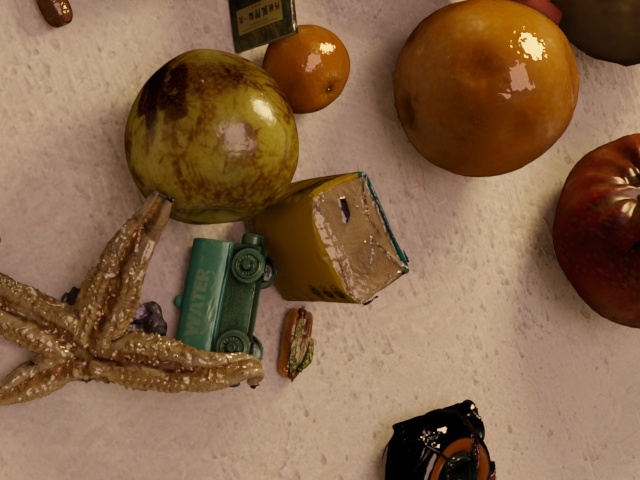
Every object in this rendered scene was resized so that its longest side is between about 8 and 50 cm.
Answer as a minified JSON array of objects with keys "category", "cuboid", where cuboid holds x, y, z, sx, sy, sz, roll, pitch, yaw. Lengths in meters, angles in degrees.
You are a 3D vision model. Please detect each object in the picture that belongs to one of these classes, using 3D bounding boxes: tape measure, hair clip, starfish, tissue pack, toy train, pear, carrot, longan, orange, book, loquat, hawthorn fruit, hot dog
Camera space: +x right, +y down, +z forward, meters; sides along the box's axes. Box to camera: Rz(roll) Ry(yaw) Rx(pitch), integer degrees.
[{"category":"tape measure","cuboid":[0.213,0.412,1.829,0.202,0.135,0.222,-10,97,-40]},{"category":"hair clip","cuboid":[-0.329,0.134,1.577,0.196,0.052,0.124,10,76,-25]},{"category":"starfish","cuboid":[-0.314,0.097,1.508,0.432,0.082,0.323,-7,97,-4]},{"category":"tissue pack","cuboid":[0.000,0.000,1.654,0.134,0.271,0.192,-31,101,-25]},{"category":"toy train","cuboid":[-0.159,0.105,1.636,0.101,0.159,0.248,36,61,-72]},{"category":"pear","cuboid":[-0.165,-0.159,1.565,0.284,0.284,0.283,2,86,-31]},{"category":"carrot","cuboid":[-0.431,-0.416,1.558,0.047,0.047,0.191,-27,97,-29]},{"category":"longan","cuboid":[0.622,-0.527,2.005,0.391,0.391,0.390,2,86,-31]},{"category":"orange","cuboid":[-0.029,-0.292,1.732,0.159,0.159,0.136,-29,62,-29]},{"category":"book","cuboid":[-0.101,-0.436,1.686,0.024,0.160,0.228,-5,89,-40]},{"category":"loquat","cuboid":[0.290,-0.270,1.817,0.329,0.328,0.328,2,86,-31]},{"category":"hawthorn fruit","cuboid":[0.672,-0.006,2.005,0.403,0.403,0.402,2,86,-31]},{"category":"hot dog","cuboid":[-0.039,0.177,1.749,0.056,0.041,0.133,15,79,-29]}]

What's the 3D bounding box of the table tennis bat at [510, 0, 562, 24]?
[{"category":"table tennis bat","cuboid":[0.285,-0.499,1.860,0.415,0.268,0.051,26,87,-30]}]
